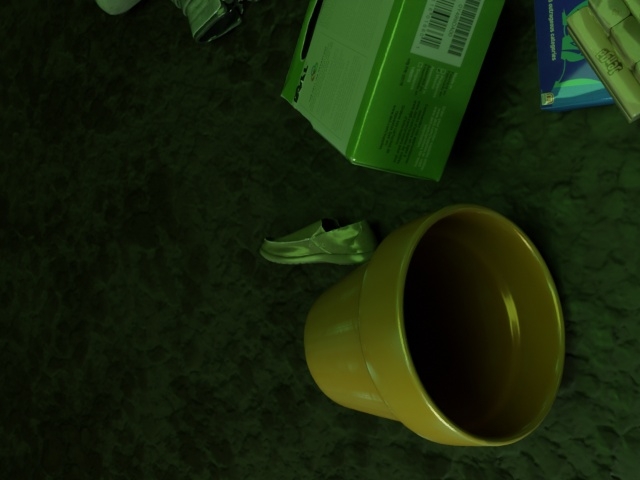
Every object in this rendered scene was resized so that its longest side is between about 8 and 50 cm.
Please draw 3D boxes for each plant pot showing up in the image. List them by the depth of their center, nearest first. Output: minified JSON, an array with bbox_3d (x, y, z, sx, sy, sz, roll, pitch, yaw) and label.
[{"bbox_3d":[0.087,0.086,0.748,0.188,0.205,0.205,-19,82,51],"label":"plant pot"}]

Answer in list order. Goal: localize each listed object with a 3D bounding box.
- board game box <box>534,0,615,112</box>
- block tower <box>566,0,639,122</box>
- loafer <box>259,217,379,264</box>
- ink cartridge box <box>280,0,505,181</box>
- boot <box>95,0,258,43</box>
[{"bbox_3d":[0.283,-0.199,0.659,0.210,0.047,0.160,-4,91,35],"label":"board game box"},{"bbox_3d":[0.339,-0.209,0.538,0.335,0.091,0.097,-34,83,18],"label":"block tower"},{"bbox_3d":[0.000,0.000,0.882,0.147,0.056,0.050,0,93,26],"label":"loafer"},{"bbox_3d":[0.057,-0.194,0.808,0.255,0.096,0.189,-127,51,-61],"label":"ink cartridge box"},{"bbox_3d":[-0.177,-0.305,0.973,0.246,0.083,0.161,-30,82,35],"label":"boot"}]
